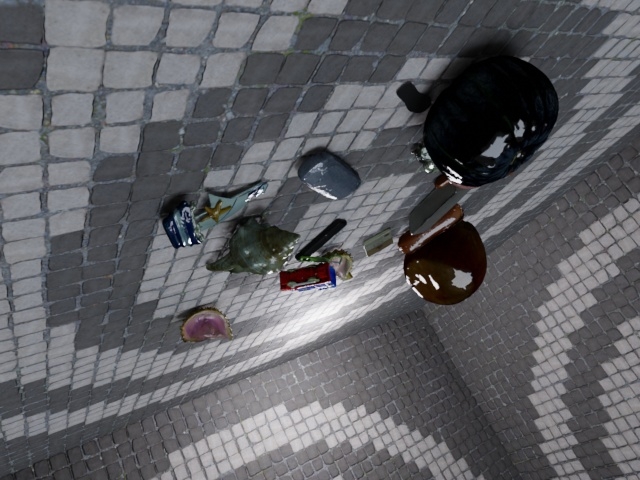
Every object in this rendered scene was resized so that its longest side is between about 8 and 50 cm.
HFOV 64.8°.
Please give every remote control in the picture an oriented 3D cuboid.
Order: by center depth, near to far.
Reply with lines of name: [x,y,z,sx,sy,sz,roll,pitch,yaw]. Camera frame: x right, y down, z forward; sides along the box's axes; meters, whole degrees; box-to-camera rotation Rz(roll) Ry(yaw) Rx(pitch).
remote control: [0.000,0.000,1.856,0.245,0.025,0.063,-41,151,30]

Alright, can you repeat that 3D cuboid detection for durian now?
durian: [-0.434,0.326,1.913,0.182,0.132,0.165,-13,146,-9]
durian: [0.073,0.098,2.075,0.140,0.078,0.224,-41,140,4]

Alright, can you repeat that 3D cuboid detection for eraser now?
eraser: [0.480,-0.154,2.044,0.111,0.077,0.352,-15,155,-39]

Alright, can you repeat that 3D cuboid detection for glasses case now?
glasses case: [0.032,-0.176,1.417,0.109,0.067,0.282,-38,156,16]

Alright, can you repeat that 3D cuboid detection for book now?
book: [0.256,0.012,2.226,0.138,0.016,0.199,-29,160,1]

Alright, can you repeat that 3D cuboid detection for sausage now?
sausage: [0.483,-0.240,1.888,0.131,0.041,0.039,-36,164,19]
sausage: [0.487,-0.057,2.252,0.330,0.102,0.102,-35,159,17]

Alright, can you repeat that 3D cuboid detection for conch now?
conch: [-0.193,0.022,1.497,0.203,0.170,0.386,26,162,-39]

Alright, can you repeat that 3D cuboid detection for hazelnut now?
hazelnut: [0.611,0.112,2.419,0.402,0.402,0.429,-18,146,-26]

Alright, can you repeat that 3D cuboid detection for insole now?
insole: [0.246,-0.371,1.321,0.064,0.004,0.188,-38,158,21]

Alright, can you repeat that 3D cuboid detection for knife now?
knife: [0.007,0.067,1.927,0.212,0.015,0.054,5,123,-40]

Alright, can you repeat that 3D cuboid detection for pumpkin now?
pumpkin: [0.457,-0.314,1.362,0.363,0.266,0.363,-28,157,-13]

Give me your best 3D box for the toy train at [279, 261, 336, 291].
toy train: [-0.048,0.148,1.950,0.203,0.083,0.131,-12,156,17]

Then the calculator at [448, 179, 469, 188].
calculator: [0.607,-0.283,1.876,0.329,0.048,0.220,-11,134,-49]

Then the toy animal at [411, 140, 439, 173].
toy animal: [0.372,-0.269,1.642,0.175,0.074,0.217,-20,163,-7]

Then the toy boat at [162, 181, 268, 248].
toy boat: [-0.263,-0.084,1.302,0.291,0.067,0.220,-34,163,-20]
